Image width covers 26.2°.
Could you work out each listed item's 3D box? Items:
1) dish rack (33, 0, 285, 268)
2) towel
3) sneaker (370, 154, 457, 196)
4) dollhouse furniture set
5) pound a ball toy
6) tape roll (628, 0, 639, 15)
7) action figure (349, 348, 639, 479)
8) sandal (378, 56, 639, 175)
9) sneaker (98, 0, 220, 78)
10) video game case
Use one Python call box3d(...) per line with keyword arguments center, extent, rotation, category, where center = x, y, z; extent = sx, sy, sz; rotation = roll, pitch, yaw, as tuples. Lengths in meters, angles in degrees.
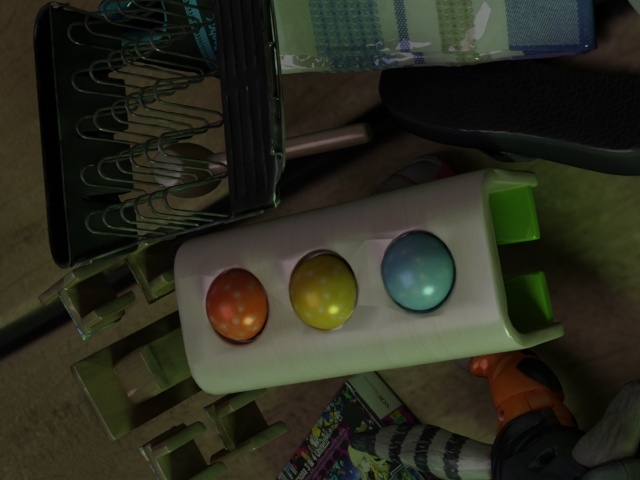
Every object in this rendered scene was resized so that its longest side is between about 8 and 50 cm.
box3d(center=(-0.119, -0.096, 0.999), extent=(0.271, 0.074, 0.208), rotation=(-12, 83, 55), category="dish rack")
box3d(center=(0.047, -0.218, 0.964), extent=(0.285, 0.034, 0.209), rotation=(0, 120, 19), category="towel")
box3d(center=(0.043, 0.027, 1.146), extent=(0.103, 0.111, 0.252), rotation=(51, 140, 13), category="sneaker")
box3d(center=(-0.125, 0.103, 1.269), extent=(0.161, 0.242, 0.212), rotation=(-31, 87, 51), category="dollhouse furniture set")
box3d(center=(0.000, 0.000, 1.034), extent=(0.319, 0.136, 0.208), rotation=(-11, 86, 32), category="pound a ball toy")
box3d(center=(0.267, -0.208, 0.795), extent=(0.219, 0.072, 0.219), rotation=(26, 130, 36), category="tape roll")
box3d(center=(0.175, 0.225, 1.049), extent=(0.330, 0.178, 0.341), rotation=(24, 114, 60), category="action figure")
box3d(center=(0.144, -0.089, 0.992), extent=(0.254, 0.097, 0.054), rotation=(23, 154, 39), category="sandal")
box3d(center=(-0.063, -0.237, 1.065), extent=(0.341, 0.140, 0.125), rotation=(-52, 48, 47), category="sneaker")
box3d(center=(0.059, 0.264, 1.322), extent=(0.210, 0.042, 0.232), rotation=(48, 139, 17), category="video game case")
